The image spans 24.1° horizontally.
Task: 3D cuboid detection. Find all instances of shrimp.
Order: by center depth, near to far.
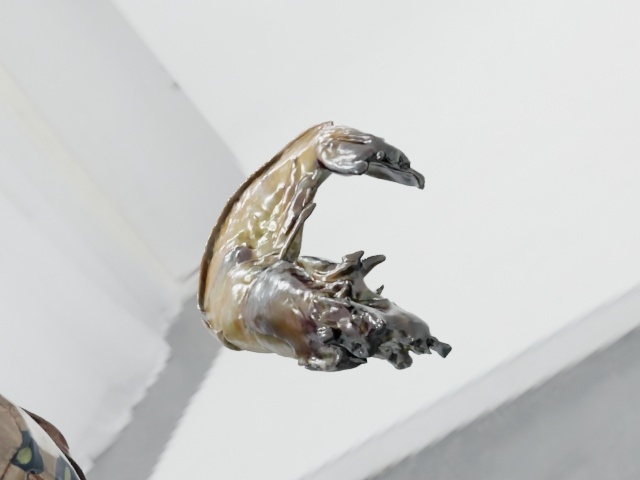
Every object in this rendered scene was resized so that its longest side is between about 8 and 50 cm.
[{"bbox_3d":[0.007,0.003,1.036,0.289,0.075,0.178,5,77,63],"label":"shrimp"}]

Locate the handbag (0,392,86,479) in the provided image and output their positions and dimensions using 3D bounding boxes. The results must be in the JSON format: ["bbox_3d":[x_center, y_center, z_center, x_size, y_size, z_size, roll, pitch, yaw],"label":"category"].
[{"bbox_3d":[-0.324,0.200,1.231,0.251,0.193,0.190,24,71,27],"label":"handbag"}]
